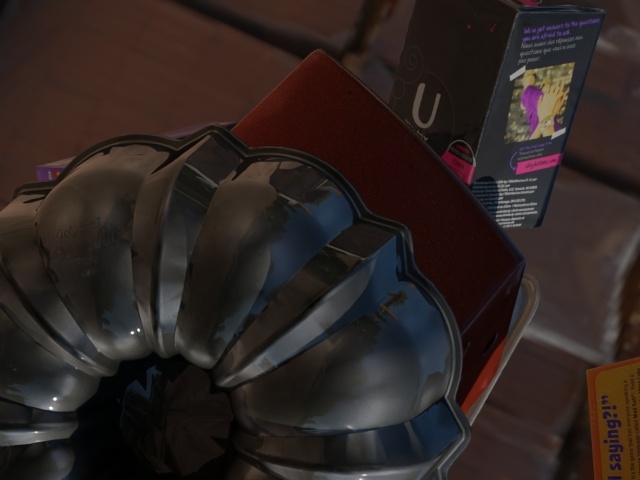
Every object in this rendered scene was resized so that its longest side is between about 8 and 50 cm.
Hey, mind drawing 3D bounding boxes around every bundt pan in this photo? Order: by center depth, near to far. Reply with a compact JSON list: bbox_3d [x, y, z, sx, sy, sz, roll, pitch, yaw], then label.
[{"bbox_3d":[-0.084,0.103,0.938,0.124,0.331,0.331,-38,153,-78],"label":"bundt pan"}]

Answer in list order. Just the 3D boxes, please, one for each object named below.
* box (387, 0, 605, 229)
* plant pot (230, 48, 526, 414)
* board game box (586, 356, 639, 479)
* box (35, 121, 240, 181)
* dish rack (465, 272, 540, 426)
[{"bbox_3d":[0.183,-0.161,1.880,0.143,0.165,0.270,-5,119,-38],"label":"box"},{"bbox_3d":[0.011,0.059,1.340,0.267,0.236,0.267,-47,158,-30],"label":"plant pot"},{"bbox_3d":[0.607,0.360,2.286,0.356,0.356,0.356,41,41,-46],"label":"board game box"},{"bbox_3d":[-0.194,-0.017,1.951,0.293,0.057,0.201,-21,109,-49],"label":"box"},{"bbox_3d":[0.076,0.150,1.861,0.333,0.072,0.285,-58,-153,-13],"label":"dish rack"}]
